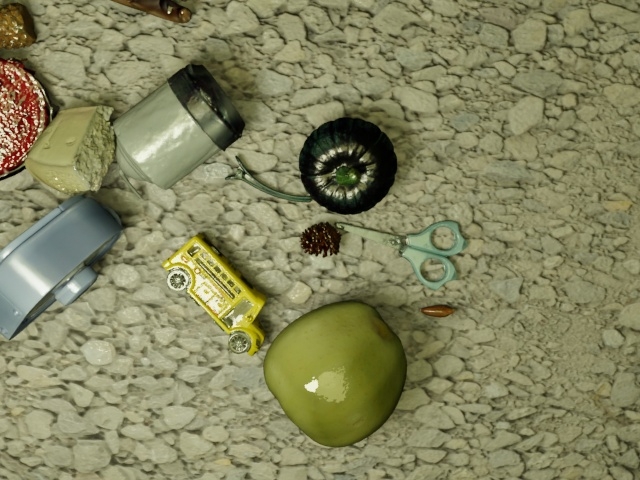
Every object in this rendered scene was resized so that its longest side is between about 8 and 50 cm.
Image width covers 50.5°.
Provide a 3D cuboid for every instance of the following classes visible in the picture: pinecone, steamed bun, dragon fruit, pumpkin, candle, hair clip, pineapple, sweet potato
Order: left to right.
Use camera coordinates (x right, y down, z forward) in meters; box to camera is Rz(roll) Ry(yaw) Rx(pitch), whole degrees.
[{"bbox_3d":[-0.828,-0.505,1.662,0.252,0.125,0.125,-9,98,3],"label":"pineapple"},{"bbox_3d":[-0.801,-0.292,1.689,0.283,0.100,0.343,12,97,-18],"label":"dragon fruit"},{"bbox_3d":[-0.579,-0.216,1.656,0.200,0.170,0.225,4,57,25],"label":"steamed bun"},{"bbox_3d":[-0.368,-0.258,1.658,0.343,0.221,0.221,-36,97,2],"label":"candle"},{"bbox_3d":[-0.132,-0.141,1.779,0.230,0.039,0.070,25,96,-10],"label":"hair clip"},{"bbox_3d":[0.000,-0.004,1.775,0.110,0.102,0.102,7,98,24],"label":"pinecone"},{"bbox_3d":[0.066,-0.178,1.675,0.248,0.248,0.247,0,97,-3],"label":"pumpkin"},{"bbox_3d":[0.316,0.192,1.840,0.095,0.034,0.034,2,97,8],"label":"sweet potato"}]

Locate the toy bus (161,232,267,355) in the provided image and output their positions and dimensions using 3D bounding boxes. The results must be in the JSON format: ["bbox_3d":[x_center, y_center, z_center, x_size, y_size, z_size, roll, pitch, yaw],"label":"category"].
[{"bbox_3d":[-0.249,0.140,1.751,0.152,0.144,0.330,-43,96,2],"label":"toy bus"}]

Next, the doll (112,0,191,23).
[{"bbox_3d":[-0.376,-0.691,1.606,0.318,0.209,0.339,26,93,-9],"label":"doll"}]

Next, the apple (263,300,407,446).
[{"bbox_3d":[0.046,0.332,1.696,0.358,0.357,0.356,0,97,-3],"label":"apple"}]

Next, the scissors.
[{"bbox_3d":[0.209,0.006,1.814,0.361,0.029,0.191,16,92,-3],"label":"scissors"}]

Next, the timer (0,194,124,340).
[{"bbox_3d":[-0.620,0.055,1.623,0.395,0.395,0.173,-44,97,3],"label":"timer"}]
